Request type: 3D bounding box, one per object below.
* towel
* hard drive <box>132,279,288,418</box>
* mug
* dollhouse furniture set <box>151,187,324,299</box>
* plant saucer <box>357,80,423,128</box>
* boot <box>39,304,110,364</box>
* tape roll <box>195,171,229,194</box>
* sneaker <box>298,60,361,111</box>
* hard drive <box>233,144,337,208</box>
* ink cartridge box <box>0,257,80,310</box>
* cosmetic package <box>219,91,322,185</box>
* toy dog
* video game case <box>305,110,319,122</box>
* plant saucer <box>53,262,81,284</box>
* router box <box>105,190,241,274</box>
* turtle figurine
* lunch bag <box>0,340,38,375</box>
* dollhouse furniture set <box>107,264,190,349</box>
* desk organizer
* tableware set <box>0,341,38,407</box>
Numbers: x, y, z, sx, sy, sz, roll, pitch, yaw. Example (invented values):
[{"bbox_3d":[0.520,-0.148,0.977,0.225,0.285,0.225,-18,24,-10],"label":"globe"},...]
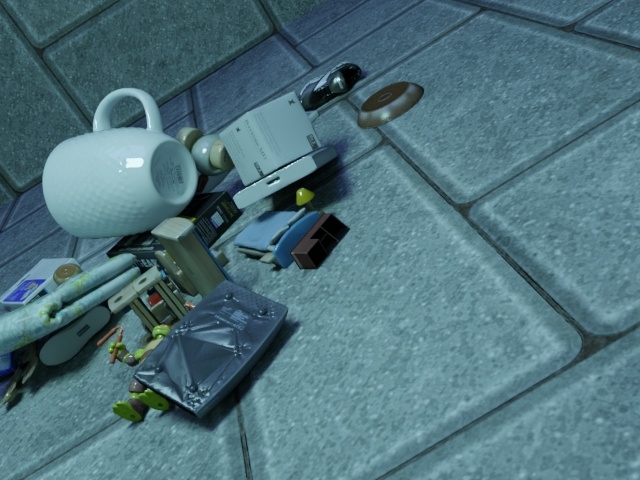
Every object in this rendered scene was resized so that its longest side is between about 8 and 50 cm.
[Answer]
[{"bbox_3d":[-0.643,0.160,1.830,0.320,0.090,0.374,-26,7,27],"label":"towel"},{"bbox_3d":[-0.187,0.190,1.351,0.171,0.054,0.255,20,52,30],"label":"hard drive"},{"bbox_3d":[-0.488,-0.199,1.933,0.327,0.375,0.276,-5,-3,34],"label":"mug"},{"bbox_3d":[-0.192,-0.036,1.666,0.303,0.198,0.286,-43,27,-22],"label":"dollhouse furniture set"},{"bbox_3d":[0.177,-0.368,2.026,0.198,0.036,0.199,-27,25,13],"label":"plant saucer"},{"bbox_3d":[-0.588,0.226,1.828,0.190,0.069,0.086,-38,13,-20],"label":"boot"},{"bbox_3d":[-0.384,-0.199,2.335,0.219,0.072,0.219,-27,25,14],"label":"tape roll"},{"bbox_3d":[0.032,-0.475,2.341,0.234,0.078,0.106,-37,23,-14],"label":"sneaker"},{"bbox_3d":[-0.075,-0.156,1.812,0.203,0.040,0.307,-26,6,14],"label":"hard drive"},{"bbox_3d":[-0.861,0.132,2.325,0.208,0.045,0.206,-1,39,45],"label":"ink cartridge box"},{"bbox_3d":[-0.125,-0.247,1.875,0.151,0.151,0.183,-30,5,-30],"label":"cosmetic package"},{"bbox_3d":[-0.242,-0.210,2.070,0.333,0.161,0.220,1,19,-39],"label":"toy dog"},{"bbox_3d":[-0.124,-0.326,2.319,0.201,0.023,0.183,3,43,51],"label":"video game case"},{"bbox_3d":[-0.747,0.095,2.247,0.083,0.015,0.083,-2,48,3],"label":"plant saucer"},{"bbox_3d":[-0.387,-0.018,1.999,0.308,0.081,0.243,-2,39,48],"label":"router box"},{"bbox_3d":[-0.326,0.237,1.457,0.269,0.087,0.217,-13,38,16],"label":"turtle figurine"},{"bbox_3d":[-0.804,0.283,1.940,0.128,0.096,0.151,-20,42,20],"label":"lunch bag"},{"bbox_3d":[-0.378,0.130,1.662,0.129,0.129,0.183,-37,26,-8],"label":"dollhouse furniture set"},{"bbox_3d":[0.000,0.000,1.553,0.050,0.047,0.130,0,41,46],"label":"desk organizer"},{"bbox_3d":[-0.700,0.312,1.782,0.141,0.020,0.168,-56,23,1],"label":"tableware set"}]
